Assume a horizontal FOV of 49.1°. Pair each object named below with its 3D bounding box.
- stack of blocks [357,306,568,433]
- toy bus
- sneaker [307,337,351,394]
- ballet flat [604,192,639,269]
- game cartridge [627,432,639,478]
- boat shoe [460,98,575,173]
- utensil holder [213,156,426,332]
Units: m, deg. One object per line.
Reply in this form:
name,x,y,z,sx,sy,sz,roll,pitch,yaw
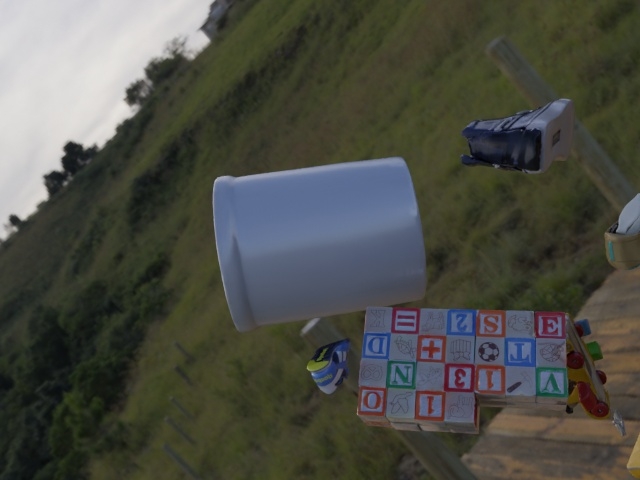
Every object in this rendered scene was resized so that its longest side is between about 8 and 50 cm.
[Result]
stack of blocks,0.214,0.197,1.056,0.087,0.297,0.171,60,-147,-60
toy bus,0.404,0.225,1.158,0.104,0.191,0.202,-22,60,28
sneaker,0.021,0.208,1.175,0.053,0.059,0.144,-24,6,24
ballet flat,0.499,-0.053,1.030,0.232,0.073,0.080,-44,29,-20
game cartridge,0.847,0.385,1.508,0.285,0.052,0.324,-47,9,-33
boat shoe,0.386,-0.207,1.351,0.158,0.127,0.341,8,16,29
utensil holder,0.000,0.000,1.454,0.386,0.327,0.327,-9,7,0
